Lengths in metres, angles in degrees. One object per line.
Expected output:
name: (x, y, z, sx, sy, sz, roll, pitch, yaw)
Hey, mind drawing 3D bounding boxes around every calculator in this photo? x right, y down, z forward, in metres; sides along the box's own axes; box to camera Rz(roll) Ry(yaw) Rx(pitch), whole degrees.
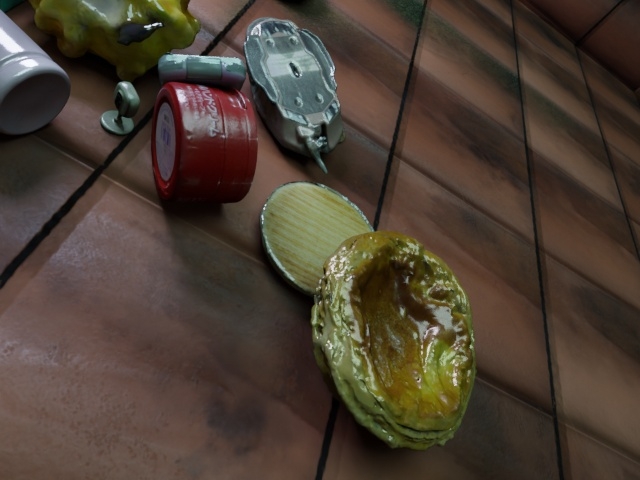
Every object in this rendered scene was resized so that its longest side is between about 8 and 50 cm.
calculator: (-0.211, -0.274, 0.827, 0.141, 0.246, 0.045, -3, 93, -18)

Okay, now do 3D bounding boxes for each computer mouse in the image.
computer mouse: (-0.056, -0.312, 1.028, 0.199, 0.115, 0.390, -18, 81, -23)

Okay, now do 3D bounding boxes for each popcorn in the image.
popcorn: (-0.358, -0.457, 0.844, 0.297, 0.281, 0.316, 26, 87, -22)

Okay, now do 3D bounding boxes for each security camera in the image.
security camera: (-0.334, -0.224, 0.787, 0.058, 0.092, 0.058, 17, 53, -23)

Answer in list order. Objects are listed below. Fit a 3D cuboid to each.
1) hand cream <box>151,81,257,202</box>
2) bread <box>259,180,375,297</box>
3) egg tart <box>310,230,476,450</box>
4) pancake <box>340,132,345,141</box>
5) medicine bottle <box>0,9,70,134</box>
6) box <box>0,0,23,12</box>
hand cream: (-0.194, -0.154, 0.762, 0.125, 0.193, 0.193, -5, 62, -33)
bread: (0.000, 0.000, 0.885, 0.266, 0.040, 0.267, 18, 50, -23)
egg tart: (0.114, 0.156, 0.761, 0.351, 0.150, 0.353, 18, 58, -32)
pancake: (0.010, -0.272, 1.108, 0.114, 0.011, 0.115, 18, 50, -23)
medicine bottle: (-0.507, -0.285, 0.686, 0.249, 0.133, 0.133, 44, 45, -1)
box: (-0.583, -0.578, 0.858, 0.205, 0.118, 0.312, 31, 47, -14)
